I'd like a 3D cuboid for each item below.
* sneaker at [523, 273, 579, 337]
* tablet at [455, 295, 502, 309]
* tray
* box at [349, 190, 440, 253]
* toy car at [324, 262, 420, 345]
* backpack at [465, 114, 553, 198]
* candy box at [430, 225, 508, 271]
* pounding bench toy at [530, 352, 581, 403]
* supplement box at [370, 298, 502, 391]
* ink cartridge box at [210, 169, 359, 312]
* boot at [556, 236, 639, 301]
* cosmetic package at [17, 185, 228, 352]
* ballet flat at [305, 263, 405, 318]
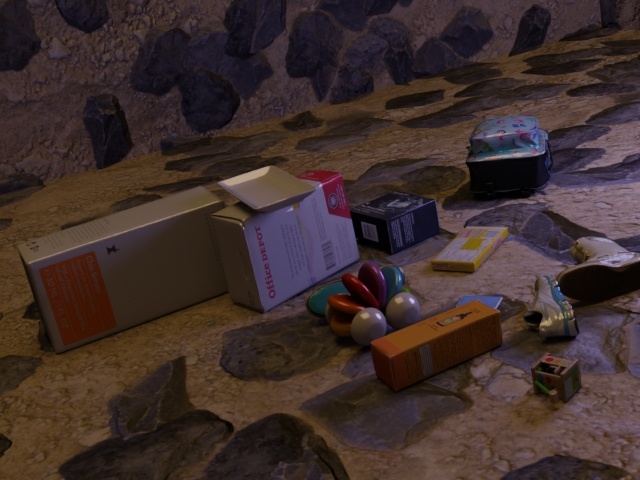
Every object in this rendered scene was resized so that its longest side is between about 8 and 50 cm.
[{"bbox_3d":[0.412,0.122,1.637,0.083,0.071,0.191,-16,20,6],"label":"sneaker"},{"bbox_3d":[0.317,0.124,1.766,0.083,0.006,0.054,1,24,28],"label":"tablet"},{"bbox_3d":[-0.121,-0.109,1.942,0.145,0.030,0.270,-21,23,-18],"label":"tray"},{"bbox_3d":[0.181,-0.048,2.170,0.158,0.093,0.156,-23,23,-30],"label":"box"},{"bbox_3d":[0.095,0.112,1.732,0.182,0.136,0.159,-21,22,-24],"label":"toy car"},{"bbox_3d":[0.506,-0.234,2.370,0.225,0.191,0.253,-5,17,20],"label":"backpack"},{"bbox_3d":[0.341,0.017,2.005,0.105,0.027,0.206,0,23,35],"label":"candy box"},{"bbox_3d":[0.366,0.224,1.410,0.065,0.052,0.083,9,29,43],"label":"pounding bench toy"},{"bbox_3d":[0.209,0.183,1.572,0.233,0.080,0.078,-21,23,-19],"label":"supplement box"},{"bbox_3d":[-0.075,-0.007,2.011,0.306,0.226,0.131,-26,24,-35],"label":"ink cartridge box"},{"bbox_3d":[0.531,0.051,1.742,0.213,0.077,0.165,-10,20,-15],"label":"boot"},{"bbox_3d":[-0.431,0.059,2.030,0.453,0.230,0.161,-21,23,-20],"label":"cosmetic package"},{"bbox_3d":[0.070,0.114,1.862,0.232,0.080,0.073,-16,-7,-19],"label":"ballet flat"}]
